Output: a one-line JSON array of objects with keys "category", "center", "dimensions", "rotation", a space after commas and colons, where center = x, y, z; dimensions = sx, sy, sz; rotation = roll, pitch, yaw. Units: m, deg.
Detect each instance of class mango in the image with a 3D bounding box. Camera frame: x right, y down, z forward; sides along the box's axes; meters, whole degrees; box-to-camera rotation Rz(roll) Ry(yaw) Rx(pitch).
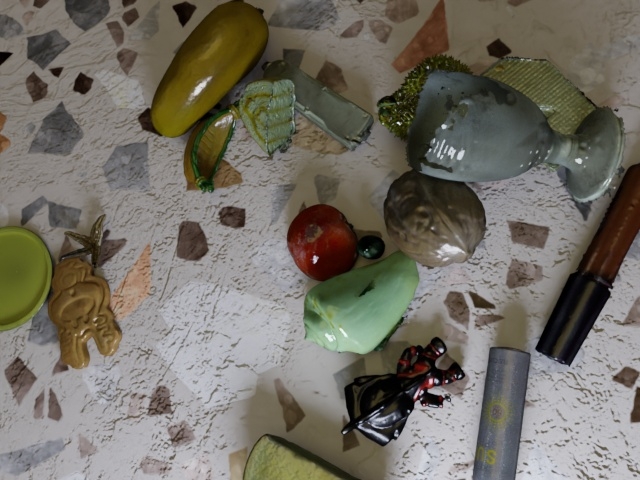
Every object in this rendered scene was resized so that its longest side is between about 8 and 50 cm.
[{"category": "mango", "center": [-0.235, -0.354, 1.344], "dimensions": [0.142, 0.195, 0.331], "rotation": [39, 90, -7]}]

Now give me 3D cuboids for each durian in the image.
[{"category": "durian", "center": [0.218, -0.262, 1.261], "dimensions": [0.198, 0.146, 0.159], "rotation": [-43, 89, 5]}]

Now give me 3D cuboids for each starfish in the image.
[{"category": "starfish", "center": [-0.494, 0.018, 1.388], "dimensions": [0.133, 0.041, 0.130], "rotation": [-33, 61, 1]}]

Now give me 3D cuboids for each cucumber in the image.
[{"category": "cucumber", "center": [0.093, 0.012, 1.245], "dimensions": [0.048, 0.105, 0.048], "rotation": [-1, 87, 16]}]

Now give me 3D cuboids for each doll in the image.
[{"category": "doll", "center": [0.142, 0.283, 1.187], "dimensions": [0.249, 0.088, 0.127], "rotation": [-37, 53, -8]}]

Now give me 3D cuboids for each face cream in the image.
[{"category": "face cream", "center": [0.317, 0.331, 1.141], "dimensions": [0.073, 0.073, 0.283], "rotation": [8, 80, 13]}]

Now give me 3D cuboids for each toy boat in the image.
[{"category": "toy boat", "center": [-0.223, -0.202, 1.358], "dimensions": [0.088, 0.089, 0.229], "rotation": [6, 67, 28]}]

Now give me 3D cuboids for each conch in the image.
[{"category": "conch", "center": [0.083, 0.128, 1.224], "dimensions": [0.251, 0.137, 0.143], "rotation": [-16, 47, -12]}]

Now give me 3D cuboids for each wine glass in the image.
[{"category": "wine glass", "center": [0.322, -0.177, 1.114], "dimensions": [0.357, 0.190, 0.190], "rotation": [12, 80, -9]}]

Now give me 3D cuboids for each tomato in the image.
[{"category": "tomato", "center": [0.000, 0.000, 1.270], "dimensions": [0.139, 0.091, 0.159], "rotation": [-30, 76, 5]}]

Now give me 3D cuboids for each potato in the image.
[{"category": "potato", "center": [-0.021, 0.458, 1.164], "dimensions": [0.269, 0.112, 0.255], "rotation": [-38, 70, -2]}]

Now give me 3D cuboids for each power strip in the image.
[{"category": "power strip", "center": [-0.012, -0.291, 1.358], "dimensions": [0.286, 0.048, 0.080], "rotation": [37, 85, 17]}]

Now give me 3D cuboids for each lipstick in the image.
[{"category": "lipstick", "center": [0.511, 0.032, 1.167], "dimensions": [0.077, 0.077, 0.418], "rotation": [28, 83, 16]}]

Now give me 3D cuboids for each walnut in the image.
[{"category": "walnut", "center": [0.210, -0.039, 1.183], "dimensions": [0.178, 0.178, 0.230], "rotation": [-33, 40, 3]}]

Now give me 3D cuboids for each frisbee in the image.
[{"category": "frisbee", "center": [-0.694, 0.083, 1.430], "dimensions": [0.236, 0.017, 0.235], "rotation": [-3, 77, 11]}]

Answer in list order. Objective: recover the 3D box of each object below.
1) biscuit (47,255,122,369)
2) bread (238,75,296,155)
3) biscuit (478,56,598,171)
[{"category": "biscuit", "center": [-0.506, 0.146, 1.372], "dimensions": [0.144, 0.040, 0.236], "rotation": [-23, 76, 0]}, {"category": "bread", "center": [-0.119, -0.262, 1.333], "dimensions": [0.110, 0.103, 0.156], "rotation": [16, 113, 25]}, {"category": "biscuit", "center": [0.426, -0.261, 1.264], "dimensions": [0.147, 0.046, 0.250], "rotation": [-40, 74, 2]}]
